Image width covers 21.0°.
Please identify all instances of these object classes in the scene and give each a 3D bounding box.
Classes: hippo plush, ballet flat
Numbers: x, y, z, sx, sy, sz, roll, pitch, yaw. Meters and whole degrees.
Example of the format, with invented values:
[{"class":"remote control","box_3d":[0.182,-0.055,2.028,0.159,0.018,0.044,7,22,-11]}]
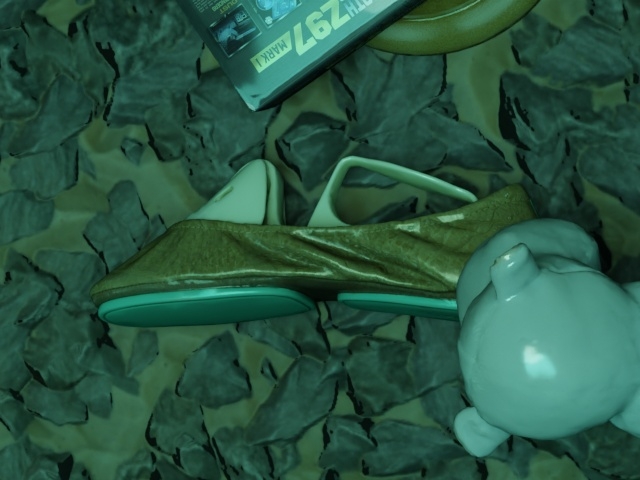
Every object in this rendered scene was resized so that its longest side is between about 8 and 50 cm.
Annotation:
[{"class":"hippo plush","box_3d":[0.200,0.095,1.108,0.236,0.294,0.234,0,115,-3]},{"class":"ballet flat","box_3d":[0.000,0.000,1.269,0.342,0.116,0.124,-2,77,14]}]

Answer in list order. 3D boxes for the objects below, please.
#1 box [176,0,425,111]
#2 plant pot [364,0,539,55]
[{"class":"box","box_3d":[-0.003,-0.229,1.221,0.232,0.059,0.183,-35,88,15]},{"class":"plant pot","box_3d":[0.069,-0.252,1.248,0.236,0.032,0.236,2,97,15]}]
